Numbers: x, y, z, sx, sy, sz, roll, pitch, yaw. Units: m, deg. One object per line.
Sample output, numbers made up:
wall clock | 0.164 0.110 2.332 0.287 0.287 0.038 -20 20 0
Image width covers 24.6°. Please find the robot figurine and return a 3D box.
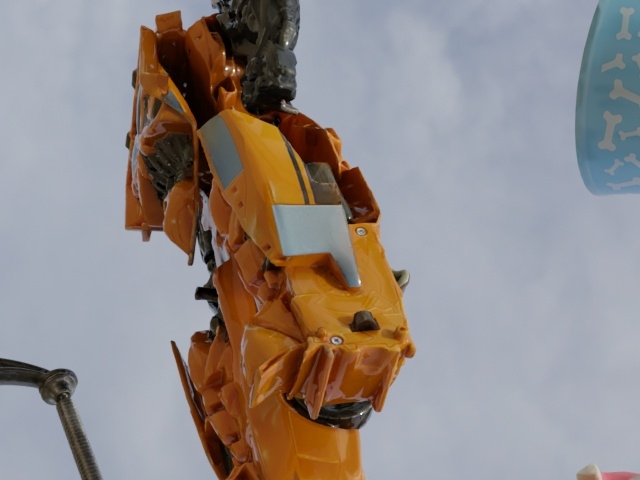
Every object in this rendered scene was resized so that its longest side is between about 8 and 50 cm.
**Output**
robot figurine | -0.036 -0.001 0.706 0.291 0.085 0.211 -114 -153 -45

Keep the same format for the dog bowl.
dog bowl | 0.269 -0.121 1.027 0.074 0.297 0.166 14 -68 30

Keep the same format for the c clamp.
c clamp | -0.142 0.114 0.764 0.161 0.137 0.022 53 -45 40

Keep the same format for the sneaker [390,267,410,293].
sneaker | 0.000 0.000 1.327 0.071 0.188 0.066 -33 -146 40

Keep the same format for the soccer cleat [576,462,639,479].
soccer cleat | 0.132 0.232 0.828 0.083 0.095 0.248 2 -143 45
